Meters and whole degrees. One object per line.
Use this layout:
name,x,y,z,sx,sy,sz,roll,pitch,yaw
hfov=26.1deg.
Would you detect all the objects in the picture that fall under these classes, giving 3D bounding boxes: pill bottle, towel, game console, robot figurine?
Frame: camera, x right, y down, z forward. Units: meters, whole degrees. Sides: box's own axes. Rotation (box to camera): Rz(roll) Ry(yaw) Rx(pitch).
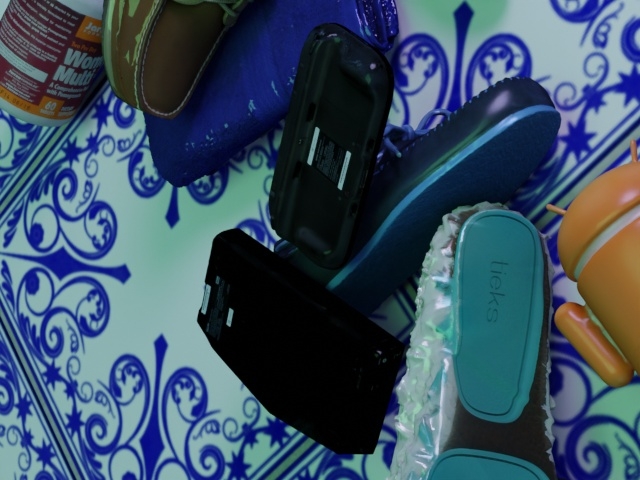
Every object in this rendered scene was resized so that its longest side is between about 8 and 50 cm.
pill bottle,-0.282,-0.245,1.520,0.121,0.121,0.221,48,118,31
towel,-0.062,-0.209,1.372,0.308,0.076,0.227,-30,63,36
game console,0.000,0.000,1.178,0.213,0.044,0.361,35,125,33
robot figurine,0.266,0.029,1.044,0.219,0.128,0.158,57,149,25

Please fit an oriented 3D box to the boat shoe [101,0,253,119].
boat shoe,-0.106,-0.269,1.290,0.120,0.122,0.324,25,100,40

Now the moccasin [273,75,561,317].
moccasin,0.057,-0.044,1.218,0.342,0.138,0.117,-40,59,31

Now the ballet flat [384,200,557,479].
ballet flat,0.117,0.168,1.119,0.147,0.147,0.409,-11,59,39

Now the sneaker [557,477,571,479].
sneaker,0.228,0.311,1.083,0.130,0.109,0.286,-50,61,20
